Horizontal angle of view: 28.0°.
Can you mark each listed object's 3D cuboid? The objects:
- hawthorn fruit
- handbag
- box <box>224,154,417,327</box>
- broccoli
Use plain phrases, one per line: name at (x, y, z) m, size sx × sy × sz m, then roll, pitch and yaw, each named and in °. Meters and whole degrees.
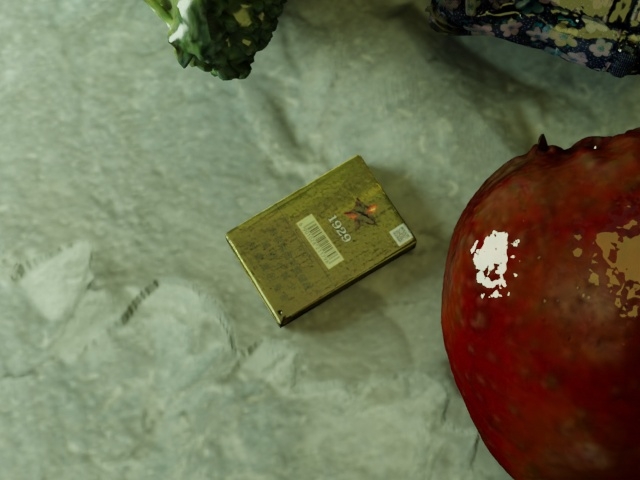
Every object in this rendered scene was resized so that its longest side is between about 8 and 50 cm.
hawthorn fruit at (0.218, 0.071, 0.919) m, size 0.265 × 0.265 × 0.307 m, roll -8°, pitch 95°, yaw -4°
handbag at (0.211, -0.237, 1.066) m, size 0.208 × 0.127 × 0.228 m, roll 21°, pitch 58°, yaw -5°
box at (0.000, 0.000, 1.045) m, size 0.133 × 0.023 × 0.090 m, roll -32°, pitch 78°, yaw -10°
broccoli at (-0.120, -0.264, 1.024) m, size 0.246 × 0.247 × 0.288 m, roll 1°, pitch 29°, yaw 6°
